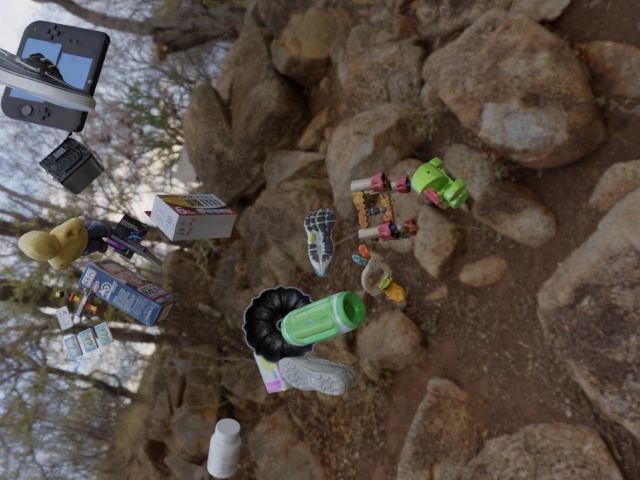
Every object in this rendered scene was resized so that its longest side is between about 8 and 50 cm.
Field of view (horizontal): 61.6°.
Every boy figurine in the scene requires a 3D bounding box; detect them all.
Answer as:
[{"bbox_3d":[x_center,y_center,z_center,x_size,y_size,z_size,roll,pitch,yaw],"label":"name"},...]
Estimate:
[{"bbox_3d":[-0.741,0.014,1.564,0.285,0.092,0.177,-22,-42,-66],"label":"boy figurine"}]

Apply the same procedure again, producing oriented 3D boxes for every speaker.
[{"bbox_3d":[0.004,0.260,1.755,0.297,0.131,0.131,-26,38,40],"label":"speaker"}]

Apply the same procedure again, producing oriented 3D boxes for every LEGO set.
[{"bbox_3d":[-0.843,0.273,1.863,0.060,0.183,0.244,-2,-110,-78],"label":"LEGO set"}]

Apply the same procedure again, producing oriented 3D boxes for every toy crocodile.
[{"bbox_3d":[0.334,-0.143,1.493,0.105,0.115,0.340,-46,-17,10],"label":"toy crocodile"}]

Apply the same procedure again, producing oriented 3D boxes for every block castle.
[{"bbox_3d":[0.327,-0.149,2.475,0.453,0.213,0.302,-6,-92,-65],"label":"block castle"}]

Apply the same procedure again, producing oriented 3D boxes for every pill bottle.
[{"bbox_3d":[-0.408,0.886,2.299,0.131,0.131,0.229,-76,-2,-68],"label":"pill bottle"}]

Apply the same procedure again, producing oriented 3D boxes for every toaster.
[{"bbox_3d":[-0.930,-0.287,2.015,0.185,0.168,0.110,-49,-26,-15],"label":"toaster"}]

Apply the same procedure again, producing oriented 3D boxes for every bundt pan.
[{"bbox_3d":[-0.157,0.342,2.238,0.124,0.331,0.330,-144,67,-85],"label":"bundt pan"}]

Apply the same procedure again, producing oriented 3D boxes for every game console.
[{"bbox_3d":[-0.966,-0.600,1.951,0.060,0.342,0.386,33,-109,-75],"label":"game console"}]

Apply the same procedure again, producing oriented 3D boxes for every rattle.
[{"bbox_3d":[0.207,0.122,1.922,0.142,0.130,0.199,-113,2,-64],"label":"rattle"}]

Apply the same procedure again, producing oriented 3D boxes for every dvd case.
[{"bbox_3d":[-0.655,0.018,1.867,0.022,0.180,0.253,-60,-4,-14],"label":"dvd case"}]

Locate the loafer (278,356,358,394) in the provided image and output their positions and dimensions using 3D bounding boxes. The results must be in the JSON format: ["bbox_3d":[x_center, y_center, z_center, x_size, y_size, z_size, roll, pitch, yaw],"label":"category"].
[{"bbox_3d":[-0.014,0.460,1.858,0.111,0.319,0.112,-17,-73,-46],"label":"loafer"}]

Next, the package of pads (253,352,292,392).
[{"bbox_3d":[-0.217,0.606,2.581,0.229,0.101,0.296,68,154,10],"label":"package of pads"}]

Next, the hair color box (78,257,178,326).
[{"bbox_3d":[-0.776,0.206,2.184,0.105,0.347,0.174,-62,-4,8],"label":"hair color box"}]

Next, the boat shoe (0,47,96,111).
[{"bbox_3d":[-0.687,-0.404,1.310,0.108,0.301,0.102,81,-151,-87],"label":"boat shoe"}]

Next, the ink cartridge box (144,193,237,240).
[{"bbox_3d":[-0.586,-0.124,2.409,0.309,0.272,0.130,-5,-56,-48],"label":"ink cartridge box"}]

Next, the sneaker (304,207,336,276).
[{"bbox_3d":[0.000,0.000,1.813,0.110,0.107,0.275,82,-171,-49],"label":"sneaker"}]

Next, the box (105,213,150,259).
[{"bbox_3d":[-0.775,-0.018,2.158,0.029,0.116,0.162,-42,22,51],"label":"box"}]
